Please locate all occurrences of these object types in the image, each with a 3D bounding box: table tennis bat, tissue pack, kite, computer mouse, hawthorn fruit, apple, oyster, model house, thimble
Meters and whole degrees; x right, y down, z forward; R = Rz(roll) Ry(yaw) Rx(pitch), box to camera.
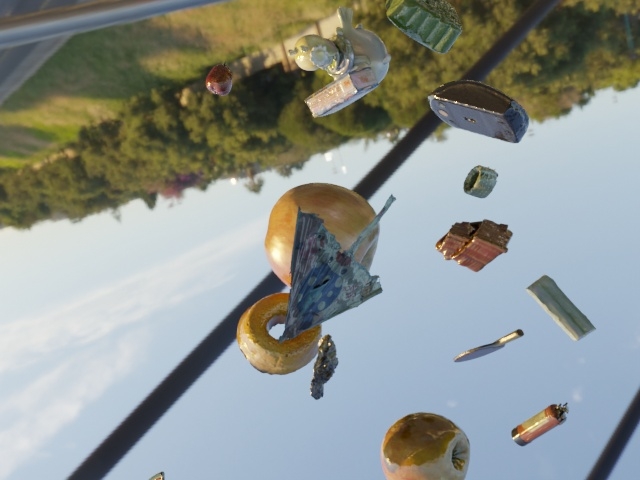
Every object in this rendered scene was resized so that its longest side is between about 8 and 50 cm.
[{"bbox_3d":[0.462,0.293,1.906,0.131,0.022,0.234,1,153,-35],"label":"table tennis bat"},{"bbox_3d":[0.055,-0.373,1.760,0.155,0.065,0.116,-22,-174,40],"label":"tissue pack"},{"bbox_3d":[0.033,0.055,1.349,0.014,0.406,0.368,35,-95,36],"label":"kite"},{"bbox_3d":[0.419,-0.352,1.826,0.269,0.100,0.170,25,173,35],"label":"computer mouse"},{"bbox_3d":[-0.295,-0.482,2.067,0.093,0.081,0.081,-64,-159,-6],"label":"hawthorn fruit"},{"bbox_3d":[0.214,0.431,1.399,0.155,0.182,0.182,-1,-163,34],"label":"apple"},{"bbox_3d":[0.010,0.321,1.775,0.056,0.177,0.105,11,-172,22],"label":"oyster"},{"bbox_3d":[0.000,0.000,2.240,0.347,0.391,0.391,22,-160,10],"label":"apple"},{"bbox_3d":[0.549,0.001,2.473,0.219,0.199,0.229,-53,176,-8],"label":"model house"},{"bbox_3d":[0.466,-0.173,2.026,0.062,0.084,0.110,15,144,-14],"label":"thimble"}]

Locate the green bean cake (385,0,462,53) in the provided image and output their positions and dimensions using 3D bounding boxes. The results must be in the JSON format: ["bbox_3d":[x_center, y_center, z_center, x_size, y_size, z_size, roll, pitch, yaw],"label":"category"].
[{"bbox_3d":[0.336,-0.745,2.293,0.125,0.248,0.222,-55,-158,36],"label":"green bean cake"}]

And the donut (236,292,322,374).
[{"bbox_3d":[-0.121,0.281,2.202,0.278,0.277,0.108,-21,156,-25],"label":"donut"}]

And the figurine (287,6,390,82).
[{"bbox_3d":[0.053,-0.632,2.288,0.394,0.274,0.227,-11,-170,-43],"label":"figurine"}]

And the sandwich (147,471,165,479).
[{"bbox_3d":[-0.331,0.527,1.400,0.067,0.135,0.029,8,-177,24],"label":"sandwich"}]

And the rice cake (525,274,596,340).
[{"bbox_3d":[0.739,0.209,2.139,0.085,0.226,0.040,-36,165,-15],"label":"rice cake"}]

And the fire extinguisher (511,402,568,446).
[{"bbox_3d":[0.509,0.416,1.590,0.062,0.050,0.177,-33,165,-46],"label":"fire extinguisher"}]
